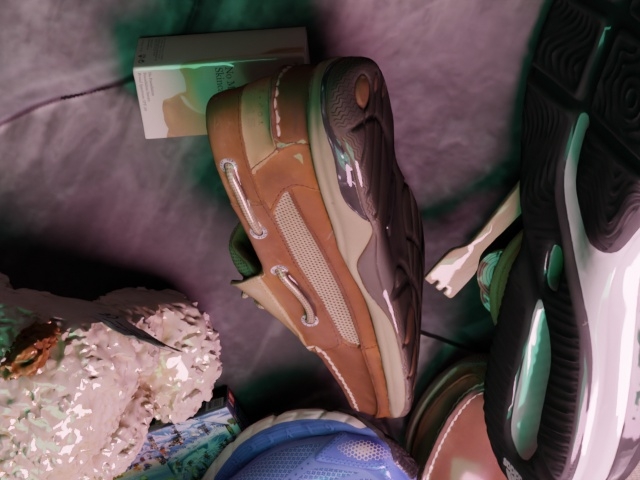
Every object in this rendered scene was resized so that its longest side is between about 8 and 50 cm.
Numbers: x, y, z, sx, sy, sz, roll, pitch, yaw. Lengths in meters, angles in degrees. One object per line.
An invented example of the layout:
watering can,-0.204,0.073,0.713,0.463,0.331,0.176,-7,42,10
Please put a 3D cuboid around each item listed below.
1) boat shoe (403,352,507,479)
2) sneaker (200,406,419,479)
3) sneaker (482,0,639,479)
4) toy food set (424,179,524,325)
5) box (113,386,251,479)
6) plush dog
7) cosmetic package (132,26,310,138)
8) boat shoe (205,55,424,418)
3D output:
boat shoe,0.113,0.231,1.412,0.123,0.116,0.324,7,126,-4
sneaker,-0.063,0.246,1.376,0.330,0.147,0.130,-32,122,22
sneaker,0.275,-0.030,1.225,0.258,0.169,0.447,-2,119,-23
toy food set,0.174,0.034,1.312,0.192,0.038,0.132,40,97,-24
box,-0.114,0.174,1.431,0.137,0.027,0.094,-19,124,14
plush dog,-0.208,0.147,1.275,0.263,0.210,0.225,10,103,-7
cosmetic package,-0.063,-0.105,1.219,0.115,0.041,0.060,-5,126,5
boat shoe,0.000,0.000,1.236,0.120,0.122,0.324,-1,138,12
